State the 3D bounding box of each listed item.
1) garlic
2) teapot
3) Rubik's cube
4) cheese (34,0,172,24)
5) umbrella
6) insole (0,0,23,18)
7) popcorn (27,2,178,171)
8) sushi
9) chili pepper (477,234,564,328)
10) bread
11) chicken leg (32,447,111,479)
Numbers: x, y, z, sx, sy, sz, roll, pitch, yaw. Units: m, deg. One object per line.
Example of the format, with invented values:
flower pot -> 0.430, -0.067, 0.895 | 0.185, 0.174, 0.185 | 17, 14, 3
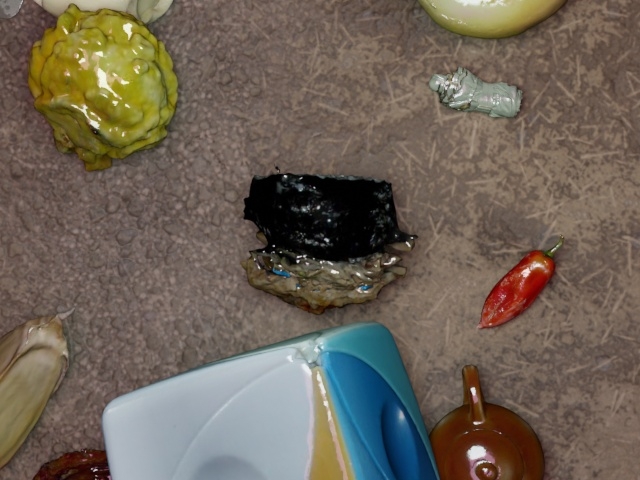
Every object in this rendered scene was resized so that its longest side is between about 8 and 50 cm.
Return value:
garlic -> -0.469, 0.229, 1.643 | 0.151, 0.196, 0.338 | 45, 84, -8
teapot -> 0.237, 0.308, 1.596 | 0.178, 0.135, 0.252 | -8, 88, 1
Rubik's cube -> -0.051, 0.318, 1.486 | 0.347, 0.351, 0.352 | -18, 88, 19
cheese -> -0.327, -0.452, 1.683 | 0.233, 0.127, 0.266 | 21, 87, 8
umbrella -> 0.234, -0.222, 1.654 | 0.143, 0.062, 0.067 | 17, 121, -1
insole -> -0.473, -0.445, 1.757 | 0.065, 0.006, 0.193 | 26, 91, 5
popcorn -> -0.333, -0.216, 1.633 | 0.233, 0.192, 0.266 | 21, 127, -6
sushi -> 0.000, 0.006, 1.595 | 0.238, 0.225, 0.218 | 12, 99, 38
chili pepper -> 0.303, 0.066, 1.641 | 0.059, 0.050, 0.191 | 42, 104, 3
bread -> 0.246, -0.376, 1.622 | 0.261, 0.158, 0.156 | 16, 100, 5
chicken leg -> -0.295, 0.419, 1.676 | 0.322, 0.083, 0.177 | 7, 97, 7
